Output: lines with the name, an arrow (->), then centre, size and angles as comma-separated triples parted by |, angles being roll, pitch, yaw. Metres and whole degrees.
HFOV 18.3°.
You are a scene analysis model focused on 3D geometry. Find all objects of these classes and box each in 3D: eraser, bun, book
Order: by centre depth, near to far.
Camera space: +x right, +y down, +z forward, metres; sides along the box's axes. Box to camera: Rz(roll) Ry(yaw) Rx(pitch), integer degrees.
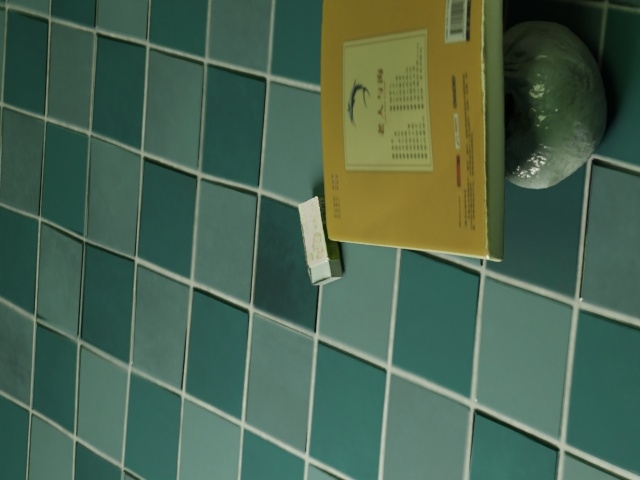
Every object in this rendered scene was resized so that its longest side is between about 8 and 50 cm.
bun -> 0.170, -0.113, 1.642 | 0.141, 0.083, 0.141 | 12, 104, 58
book -> 0.076, -0.123, 1.741 | 0.389, 0.032, 0.269 | -169, 78, -71
eraser -> 0.000, 0.000, 1.956 | 0.038, 0.019, 0.083 | -21, 76, 53
